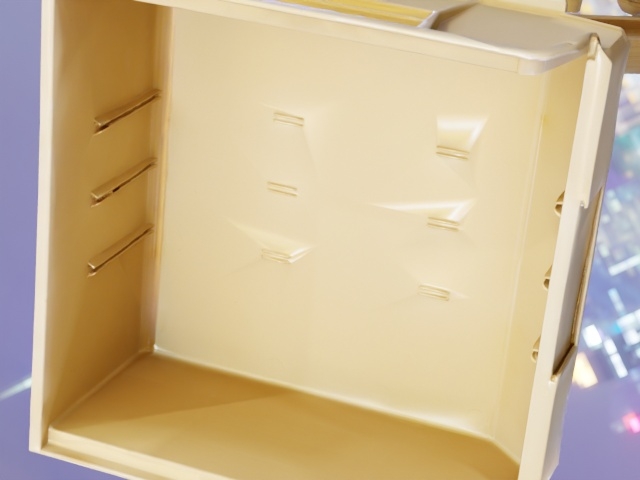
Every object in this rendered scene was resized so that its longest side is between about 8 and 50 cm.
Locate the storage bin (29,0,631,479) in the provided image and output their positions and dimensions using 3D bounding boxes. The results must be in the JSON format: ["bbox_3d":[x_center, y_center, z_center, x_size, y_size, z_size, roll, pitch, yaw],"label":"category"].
[{"bbox_3d":[0.000,0.000,0.815,0.123,0.260,0.262,-42,-39,-61],"label":"storage bin"}]

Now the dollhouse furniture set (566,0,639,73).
[{"bbox_3d":[0.197,-0.201,1.124,0.151,0.144,0.123,-127,41,-54],"label":"dollhouse furniture set"}]
